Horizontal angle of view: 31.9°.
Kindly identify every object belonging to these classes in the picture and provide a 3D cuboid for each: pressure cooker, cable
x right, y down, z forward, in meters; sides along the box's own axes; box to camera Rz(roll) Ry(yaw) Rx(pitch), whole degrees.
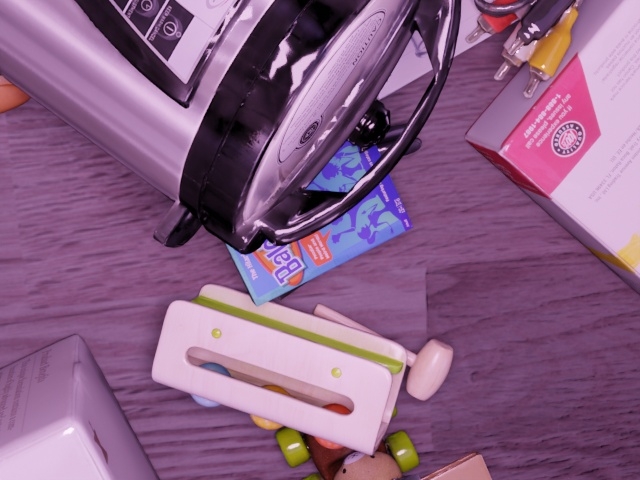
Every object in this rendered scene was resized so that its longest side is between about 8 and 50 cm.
[{"bbox_3d":[-0.079,-0.217,1.121,0.420,0.375,0.370,37,136,7],"label":"pressure cooker"},{"bbox_3d":[0.286,-0.307,1.278,0.139,0.072,0.287,45,94,6],"label":"cable"}]

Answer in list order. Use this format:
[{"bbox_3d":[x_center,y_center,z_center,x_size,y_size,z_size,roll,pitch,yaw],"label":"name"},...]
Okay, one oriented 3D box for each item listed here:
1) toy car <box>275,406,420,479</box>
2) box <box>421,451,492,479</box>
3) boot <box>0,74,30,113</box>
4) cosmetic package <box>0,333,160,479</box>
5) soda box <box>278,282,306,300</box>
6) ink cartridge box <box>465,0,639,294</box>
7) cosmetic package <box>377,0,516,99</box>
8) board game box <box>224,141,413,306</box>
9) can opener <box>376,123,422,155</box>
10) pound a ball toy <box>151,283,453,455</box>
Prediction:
[{"bbox_3d":[0.049,0.281,1.376,0.155,0.188,0.149,-26,104,-6],"label":"toy car"},{"bbox_3d":[0.178,0.407,1.504,0.164,0.021,0.201,-25,100,-7],"label":"box"},{"bbox_3d":[-0.427,-0.066,1.259,0.283,0.109,0.220,-19,102,-5],"label":"boot"},{"bbox_3d":[-0.374,0.361,1.235,0.393,0.329,0.328,-25,104,-5],"label":"cosmetic package"},{"bbox_3d":[0.000,0.000,1.386,0.169,0.053,0.060,-35,104,-4],"label":"soda box"},{"bbox_3d":[0.420,-0.103,1.395,0.384,0.160,0.279,40,91,-14],"label":"ink cartridge box"},{"bbox_3d":[0.153,-0.382,1.328,0.377,0.097,0.284,-31,107,-5],"label":"cosmetic package"},{"bbox_3d":[-0.019,-0.041,1.314,0.210,0.047,0.160,-27,101,-6],"label":"board game box"},{"bbox_3d":[0.032,-0.104,1.375,0.186,0.059,0.073,-22,148,-1],"label":"can opener"},{"bbox_3d":[-0.016,0.160,1.350,0.319,0.208,0.136,17,101,10],"label":"pound a ball toy"}]
